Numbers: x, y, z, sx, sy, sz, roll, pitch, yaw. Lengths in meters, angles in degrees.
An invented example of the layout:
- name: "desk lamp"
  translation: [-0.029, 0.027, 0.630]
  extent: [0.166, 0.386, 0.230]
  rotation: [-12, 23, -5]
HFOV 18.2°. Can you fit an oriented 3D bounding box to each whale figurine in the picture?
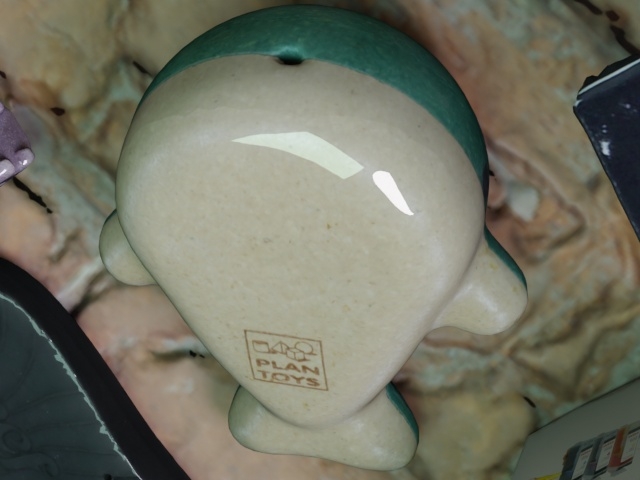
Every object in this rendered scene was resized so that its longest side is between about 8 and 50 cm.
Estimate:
- name: "whale figurine"
  translation: [0.000, 0.000, 0.995]
  extent: [0.216, 0.141, 0.272]
  rotation: [6, 137, 13]

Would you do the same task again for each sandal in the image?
- name: "sandal"
  translation: [-0.106, 0.208, 1.100]
  extent: [0.167, 0.107, 0.446]
  rotation: [-39, 98, 26]

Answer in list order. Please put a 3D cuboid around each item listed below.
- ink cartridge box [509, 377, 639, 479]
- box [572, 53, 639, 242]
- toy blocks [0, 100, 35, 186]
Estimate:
- name: "ink cartridge box"
  translation: [0.167, 0.157, 0.968]
  extent: [0.127, 0.176, 0.128]
  rotation: [-29, 100, 26]
- name: "box"
  translation: [0.278, 0.034, 0.779]
  extent: [0.182, 0.294, 0.296]
  rotation: [-30, 79, 22]
- name: "toy blocks"
  translation: [-0.238, -0.130, 0.901]
  extent: [0.260, 0.288, 0.309]
  rotation: [-28, 99, 29]
